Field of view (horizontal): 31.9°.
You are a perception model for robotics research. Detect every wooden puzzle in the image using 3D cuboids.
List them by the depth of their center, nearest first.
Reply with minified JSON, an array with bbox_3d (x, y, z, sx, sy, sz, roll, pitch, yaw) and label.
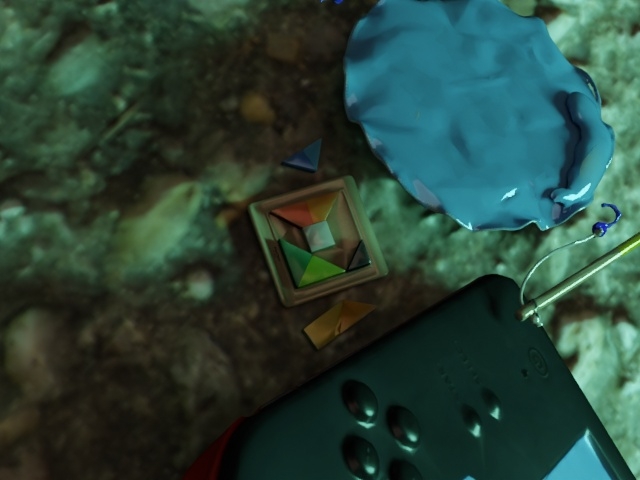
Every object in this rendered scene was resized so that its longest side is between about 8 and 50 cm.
[{"bbox_3d":[0.000,0.000,0.671,0.078,0.014,0.116,-24,82,-21],"label":"wooden puzzle"}]

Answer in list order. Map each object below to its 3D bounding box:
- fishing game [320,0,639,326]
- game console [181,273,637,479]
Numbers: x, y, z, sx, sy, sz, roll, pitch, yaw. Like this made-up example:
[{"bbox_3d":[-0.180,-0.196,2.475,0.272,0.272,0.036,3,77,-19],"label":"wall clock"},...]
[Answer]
[{"bbox_3d":[0.097,-0.083,0.705,0.189,0.041,0.264,-33,78,-33],"label":"fishing game"},{"bbox_3d":[0.118,0.217,0.532,0.342,0.060,0.387,-23,81,-53],"label":"game console"}]
